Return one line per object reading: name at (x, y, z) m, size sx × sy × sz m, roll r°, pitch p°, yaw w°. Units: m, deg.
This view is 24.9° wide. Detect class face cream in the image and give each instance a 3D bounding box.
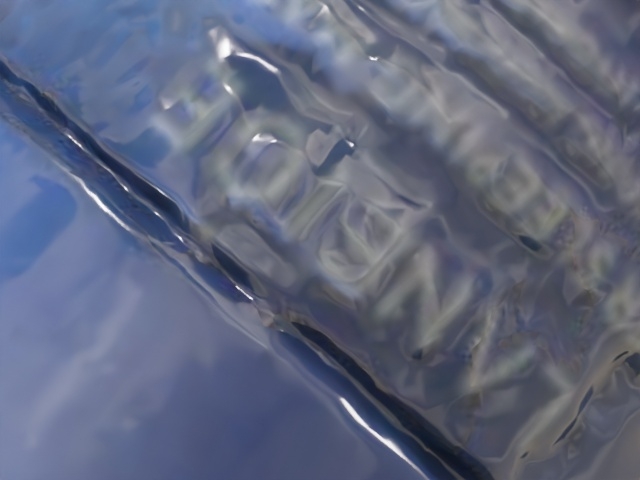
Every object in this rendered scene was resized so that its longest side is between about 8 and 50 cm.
face cream at (0.000, 0.000, 0.427) m, size 0.225 × 0.249 × 0.249 m, roll -50°, pitch 126°, yaw -5°
